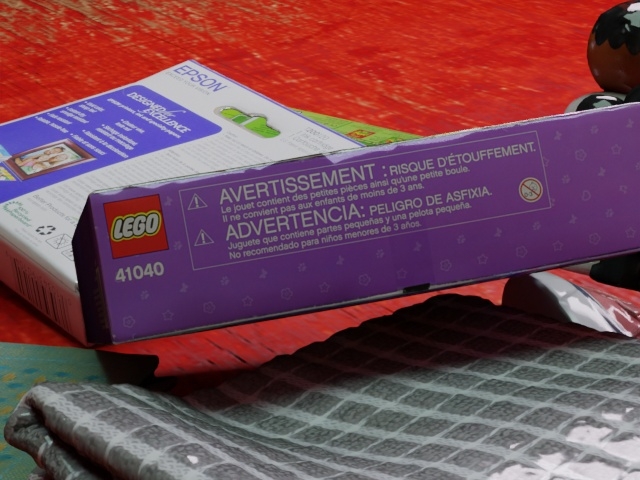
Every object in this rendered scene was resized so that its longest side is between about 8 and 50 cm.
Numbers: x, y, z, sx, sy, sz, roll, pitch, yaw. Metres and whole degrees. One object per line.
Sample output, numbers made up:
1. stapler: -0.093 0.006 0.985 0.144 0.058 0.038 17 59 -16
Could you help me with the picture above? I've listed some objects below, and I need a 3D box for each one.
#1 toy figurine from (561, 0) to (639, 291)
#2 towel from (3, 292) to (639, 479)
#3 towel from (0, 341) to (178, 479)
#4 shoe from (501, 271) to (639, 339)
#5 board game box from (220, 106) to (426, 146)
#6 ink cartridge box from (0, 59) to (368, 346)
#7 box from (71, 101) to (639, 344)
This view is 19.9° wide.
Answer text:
1. toy figurine: 0.209 -0.038 0.810 0.213 0.148 0.209 13 2 -4
2. towel: 0.057 0.103 0.590 0.284 0.121 0.235 16 26 42
3. towel: -0.252 0.121 0.706 0.271 0.040 0.370 5 22 20
4. shoe: 0.152 0.059 0.791 0.081 0.063 0.178 -9 25 -23
5. board game box: -0.028 -0.048 1.131 0.181 0.043 0.092 15 27 42
6. ink cartridge box: -0.100 -0.030 1.037 0.208 0.045 0.206 -23 34 -30
7. box: 0.000 0.000 0.768 0.201 0.057 0.293 -9 -1 -10
